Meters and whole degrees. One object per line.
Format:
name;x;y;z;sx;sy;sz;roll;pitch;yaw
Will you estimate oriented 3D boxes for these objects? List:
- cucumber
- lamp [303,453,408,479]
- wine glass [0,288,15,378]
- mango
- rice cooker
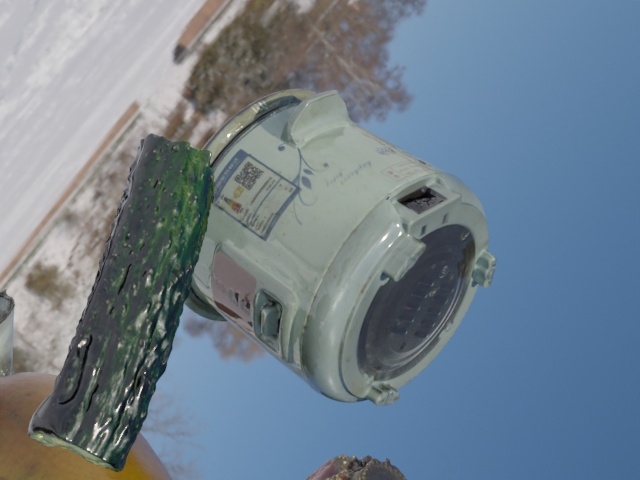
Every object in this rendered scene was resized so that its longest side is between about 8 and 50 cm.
cucumber;-0.098;0.028;0.482;0.058;0.058;0.187;-33;-143;49
lamp;0.012;0.411;1.252;0.274;0.177;0.177;-44;-165;30
wine glass;-0.366;0.167;1.076;0.122;0.183;0.122;-22;-154;12
mango;-0.209;0.233;0.768;0.317;0.211;0.173;32;-100;33
rice cooker;0.000;0.000;0.909;0.264;0.317;0.316;-30;-179;-34
